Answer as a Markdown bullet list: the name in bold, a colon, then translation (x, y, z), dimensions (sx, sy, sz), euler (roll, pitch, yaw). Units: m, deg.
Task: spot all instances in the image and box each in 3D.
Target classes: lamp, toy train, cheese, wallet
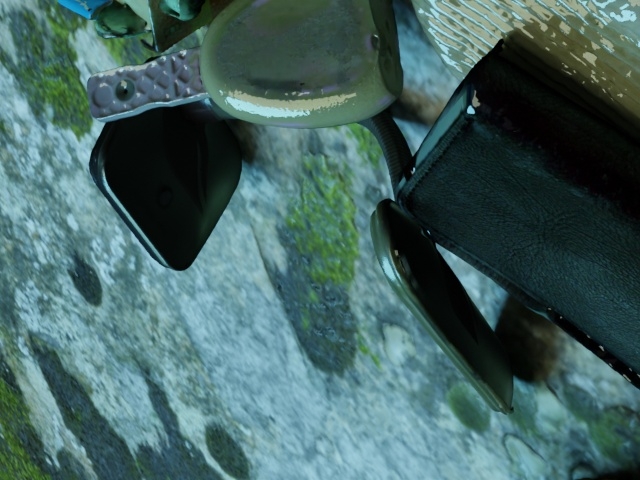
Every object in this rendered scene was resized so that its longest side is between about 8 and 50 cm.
- **lamp**: translation (0.005, -0.005, 0.884), dimensions (0.283, 0.124, 0.203), euler (18, 150, 40)
- **toy train**: translation (-0.126, -0.183, 0.889), dimensions (0.188, 0.099, 0.072), euler (29, 140, 34)
- **cheese**: translation (-0.048, -0.099, 0.815), dimensions (0.192, 0.037, 0.097), euler (-12, 81, 22)
- **wallet**: translation (0.179, 0.040, 0.647), dimensions (0.318, 0.045, 0.172), euler (35, 159, 2)

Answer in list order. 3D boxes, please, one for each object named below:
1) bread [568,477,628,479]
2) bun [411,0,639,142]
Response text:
- **bread**: translation (0.175, 0.322, 0.818), dimensions (0.398, 0.215, 0.398), euler (31, 137, 34)
- **bun**: translation (0.127, -0.114, 0.608), dimensions (0.173, 0.113, 0.166), euler (46, 158, -26)
